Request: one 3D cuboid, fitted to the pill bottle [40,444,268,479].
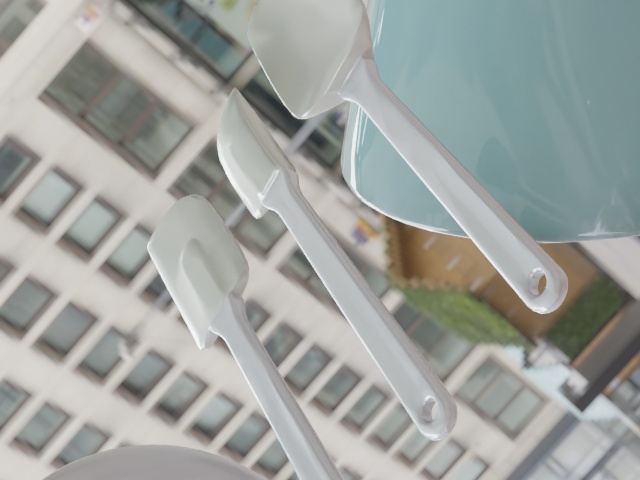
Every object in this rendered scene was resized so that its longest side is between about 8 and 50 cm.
[{"bbox_3d":[-0.129,0.283,0.858,0.210,0.210,0.363,42,144,8],"label":"pill bottle"}]

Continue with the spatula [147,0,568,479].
[{"bbox_3d":[0.000,0.000,0.572,0.019,0.168,0.242,18,-157,-35],"label":"spatula"}]

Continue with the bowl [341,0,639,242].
[{"bbox_3d":[0.155,-0.138,0.859,0.311,0.311,0.163,-130,28,-61],"label":"bowl"}]
